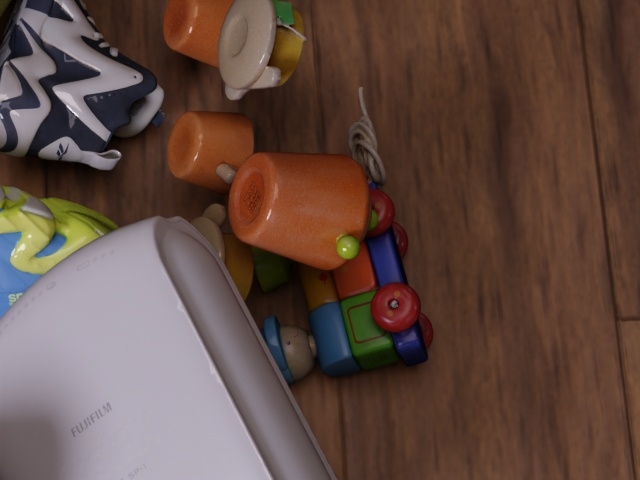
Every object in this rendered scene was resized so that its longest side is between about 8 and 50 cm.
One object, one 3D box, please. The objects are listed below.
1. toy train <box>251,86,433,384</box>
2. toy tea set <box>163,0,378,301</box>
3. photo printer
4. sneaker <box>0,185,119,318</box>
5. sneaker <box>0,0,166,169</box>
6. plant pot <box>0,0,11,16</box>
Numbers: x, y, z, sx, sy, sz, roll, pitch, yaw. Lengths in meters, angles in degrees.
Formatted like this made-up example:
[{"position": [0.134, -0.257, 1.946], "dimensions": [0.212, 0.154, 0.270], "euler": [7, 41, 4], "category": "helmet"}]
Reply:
[{"position": [0.000, 0.000, 1.718], "dimensions": [0.143, 0.105, 0.248], "euler": [-17, 70, 5], "category": "toy train"}, {"position": [-0.040, -0.093, 1.688], "dimensions": [0.124, 0.200, 0.336], "euler": [11, 63, -32], "category": "toy tea set"}, {"position": [-0.142, 0.151, 1.581], "dimensions": [0.256, 0.107, 0.307], "euler": [-36, 71, 26], "category": "photo printer"}, {"position": [-0.286, 0.006, 1.661], "dimensions": [0.240, 0.091, 0.126], "euler": [24, 101, -20], "category": "sneaker"}, {"position": [-0.206, -0.157, 1.771], "dimensions": [0.153, 0.094, 0.235], "euler": [20, 45, -16], "category": "sneaker"}, {"position": [-0.375, -0.223, 1.681], "dimensions": [0.276, 0.276, 0.254], "euler": [27, 98, 7], "category": "plant pot"}]
